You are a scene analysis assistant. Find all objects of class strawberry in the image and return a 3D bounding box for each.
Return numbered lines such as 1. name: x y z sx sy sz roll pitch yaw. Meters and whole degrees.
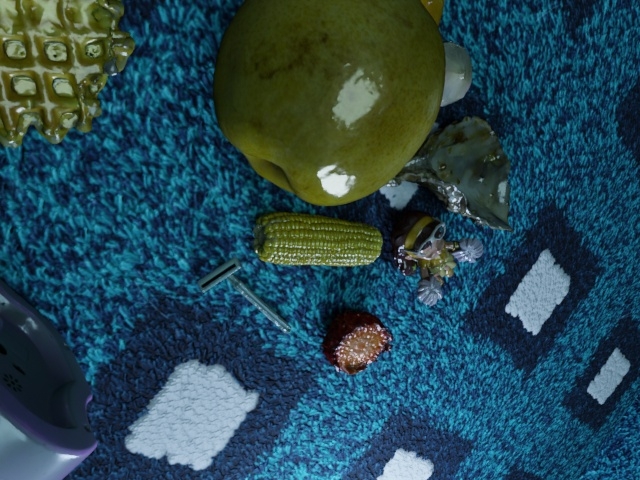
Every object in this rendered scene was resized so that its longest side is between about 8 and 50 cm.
1. strawberry: 0.070 0.207 0.867 0.145 0.086 0.145 -8 111 -23

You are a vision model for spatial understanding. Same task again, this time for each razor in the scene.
1. razor: -0.121 0.111 0.769 0.084 0.035 0.211 -32 129 13

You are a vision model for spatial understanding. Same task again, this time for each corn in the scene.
1. corn: 0.000 0.000 0.754 0.244 0.093 0.093 3 106 -30

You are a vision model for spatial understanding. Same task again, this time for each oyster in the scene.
1. oyster: 0.290 -0.146 0.864 0.396 0.111 0.204 18 82 -33

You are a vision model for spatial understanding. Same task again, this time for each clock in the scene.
1. clock: -0.398 0.135 0.457 0.102 0.339 0.338 -40 121 -16

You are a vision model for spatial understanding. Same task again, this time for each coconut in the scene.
1. coconut: 0.216 -0.296 0.744 0.110 0.124 0.110 -9 113 -23

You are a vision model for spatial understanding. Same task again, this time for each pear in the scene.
1. pear: 0.012 -0.208 0.570 0.315 0.314 0.314 -9 112 -25

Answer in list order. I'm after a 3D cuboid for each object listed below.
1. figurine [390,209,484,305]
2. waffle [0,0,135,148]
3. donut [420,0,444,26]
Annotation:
1. figurine: 0.231 0.030 0.874 0.174 0.116 0.240 -48 128 -3
2. waffle: -0.371 -0.255 0.485 0.280 0.060 0.262 40 86 -32
3. donut: 0.122 -0.385 0.701 0.178 0.065 0.162 -35 125 -14
